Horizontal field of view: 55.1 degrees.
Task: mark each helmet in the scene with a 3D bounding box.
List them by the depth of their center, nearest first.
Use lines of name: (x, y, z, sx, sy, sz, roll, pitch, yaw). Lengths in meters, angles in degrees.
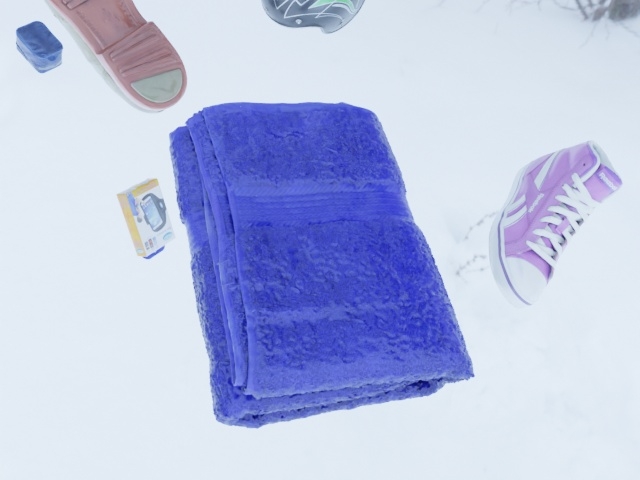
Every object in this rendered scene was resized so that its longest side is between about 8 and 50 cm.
helmet: (-0.014, -0.417, 0.972, 0.169, 0.169, 0.161, 37, 25, 26)

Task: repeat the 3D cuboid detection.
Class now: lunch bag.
lunch bag: (-0.594, -0.406, 1.291, 0.098, 0.065, 0.067, 49, 57, 2)

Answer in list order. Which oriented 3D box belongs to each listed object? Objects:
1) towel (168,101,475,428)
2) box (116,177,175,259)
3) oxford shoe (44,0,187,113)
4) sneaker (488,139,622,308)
towel: (-0.007, -0.002, 0.557, 0.228, 0.076, 0.308, -7, 59, -15)
box: (-0.308, -0.035, 1.101, 0.028, 0.136, 0.081, 0, 26, 31)
oxford shoe: (-0.370, -0.371, 0.974, 0.140, 0.146, 0.397, -35, 104, -24)
sneaker: (0.340, -0.039, 0.877, 0.102, 0.161, 0.282, 37, 56, -20)
